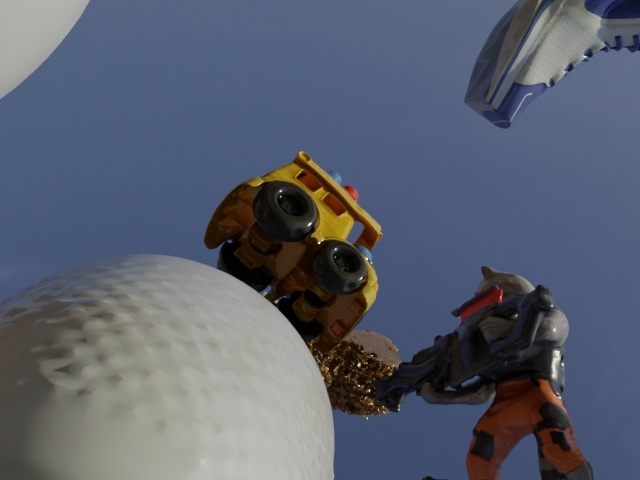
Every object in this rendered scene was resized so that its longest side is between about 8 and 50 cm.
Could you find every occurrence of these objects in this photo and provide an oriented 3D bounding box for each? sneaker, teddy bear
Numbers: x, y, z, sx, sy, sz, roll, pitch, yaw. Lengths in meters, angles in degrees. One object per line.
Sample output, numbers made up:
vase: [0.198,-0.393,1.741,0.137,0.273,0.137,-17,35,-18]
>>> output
sneaker: [0.326,-0.256,1.422,0.315,0.182,0.127,-59,-167,4]
teddy bear: [-0.047,0.151,1.705,0.113,0.338,0.245,-58,-145,19]

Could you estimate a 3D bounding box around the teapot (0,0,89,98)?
teapot: [-0.198,-0.118,0.365,0.253,0.256,0.187,9,-138,28]

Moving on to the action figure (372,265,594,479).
action figure: [0.220,0.198,1.468,0.341,0.179,0.330,-29,-124,54]

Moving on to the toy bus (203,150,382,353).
toy bus: [0.000,0.000,1.489,0.220,0.149,0.211,44,-137,7]

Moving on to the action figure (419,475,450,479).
action figure: [0.089,0.438,1.570,0.276,0.141,0.164,-32,-106,-36]

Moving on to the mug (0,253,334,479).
mug: [-0.121,0.210,0.707,0.276,0.374,0.328,-15,-174,5]
